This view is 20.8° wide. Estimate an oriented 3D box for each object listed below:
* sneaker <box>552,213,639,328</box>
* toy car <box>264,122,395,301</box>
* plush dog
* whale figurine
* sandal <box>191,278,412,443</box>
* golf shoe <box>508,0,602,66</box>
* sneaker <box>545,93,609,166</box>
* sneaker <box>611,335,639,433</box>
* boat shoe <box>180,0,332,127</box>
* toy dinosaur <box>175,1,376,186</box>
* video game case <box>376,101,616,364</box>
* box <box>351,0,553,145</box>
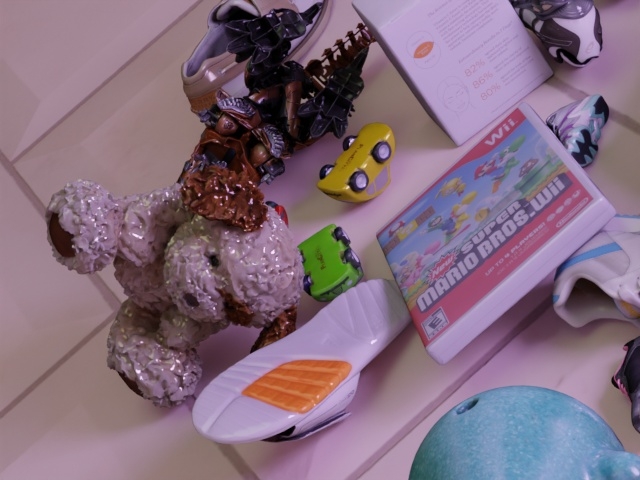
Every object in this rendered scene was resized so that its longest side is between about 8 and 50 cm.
[{"bbox_3d":[0.295,0.026,1.453,0.228,0.087,0.092,-11,45,49],"label":"sneaker"},{"bbox_3d":[0.000,0.000,1.796,0.239,0.053,0.225,-33,33,10],"label":"toy car"},{"bbox_3d":[-0.111,0.023,1.727,0.225,0.262,0.210,5,37,41],"label":"plush dog"},{"bbox_3d":[0.135,0.195,1.271,0.216,0.141,0.272,-27,5,17],"label":"whale figurine"},{"bbox_3d":[0.000,0.132,1.627,0.265,0.076,0.102,-33,42,-31],"label":"sandal"},{"bbox_3d":[0.247,-0.223,1.812,0.077,0.094,0.198,-21,8,2],"label":"golf shoe"},{"bbox_3d":[0.239,-0.100,1.703,0.069,0.038,0.098,-11,32,38],"label":"sneaker"},{"bbox_3d":[0.261,0.117,1.410,0.057,0.047,0.119,-24,27,33],"label":"sneaker"},{"bbox_3d":[-0.076,-0.263,2.145,0.113,0.103,0.302,-10,42,37],"label":"boat shoe"},{"bbox_3d":[-0.046,-0.158,1.941,0.218,0.164,0.322,119,175,-66],"label":"toy dinosaur"},{"bbox_3d":[0.154,-0.015,1.617,0.204,0.025,0.285,-42,20,9],"label":"video game case"},{"bbox_3d":[0.137,-0.210,1.809,0.130,0.170,0.091,-37,32,1],"label":"box"}]
